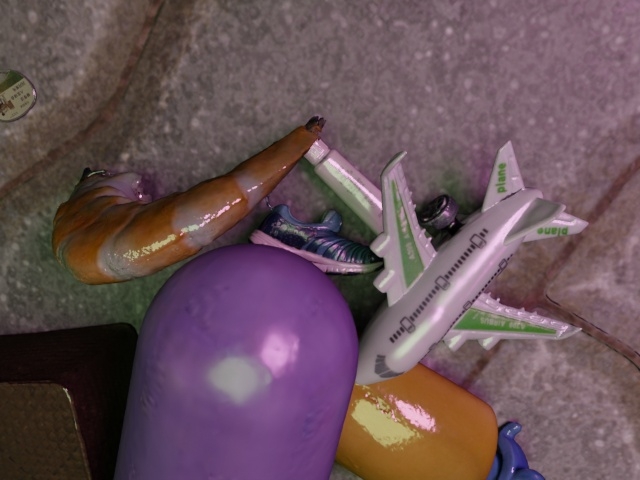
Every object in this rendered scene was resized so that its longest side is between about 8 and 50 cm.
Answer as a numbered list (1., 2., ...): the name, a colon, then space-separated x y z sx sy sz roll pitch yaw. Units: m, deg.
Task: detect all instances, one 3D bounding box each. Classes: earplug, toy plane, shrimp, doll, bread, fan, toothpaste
1. earplug: -0.086 0.214 0.435 0.215 0.215 0.455 17 114 3
2. toy plane: 0.119 0.039 0.447 0.251 0.101 0.255 40 101 -16
3. shrimp: -0.138 -0.037 0.422 0.287 0.185 0.068 -19 124 19
4. doll: 0.188 0.293 0.489 0.067 0.206 0.110 30 147 -21
5. bread: 0.079 0.198 0.506 0.217 0.098 0.147 26 102 -1
6. fan: -0.353 -0.165 0.520 0.080 0.003 0.060 34 104 -2
7. toothpaste: 0.053 -0.036 0.487 0.190 0.031 0.048 43 96 -8

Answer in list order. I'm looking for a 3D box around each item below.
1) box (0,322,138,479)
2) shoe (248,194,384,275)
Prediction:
1. box: -0.346 0.209 0.538 0.273 0.143 0.184 -5 103 9
2. shoe: 0.000 0.000 0.489 0.143 0.064 0.071 16 87 -2
